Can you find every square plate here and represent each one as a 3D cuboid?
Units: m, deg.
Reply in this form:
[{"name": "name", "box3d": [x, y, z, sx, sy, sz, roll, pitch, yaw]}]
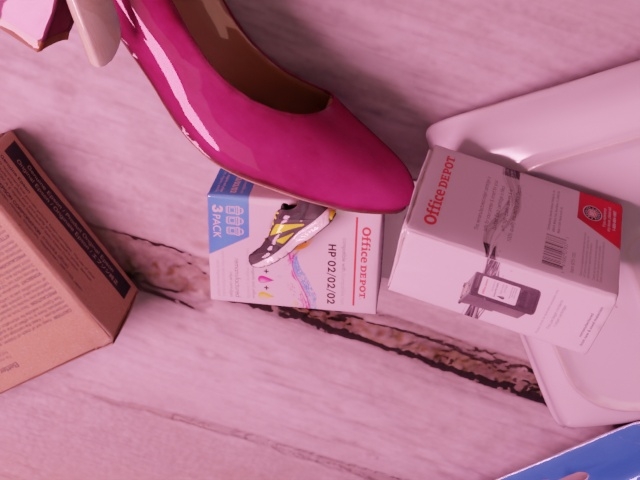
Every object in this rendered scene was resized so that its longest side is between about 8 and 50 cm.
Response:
[{"name": "square plate", "box3d": [0.298, 0.015, 0.747, 0.344, 0.049, 0.347, -15, 119, 26]}]

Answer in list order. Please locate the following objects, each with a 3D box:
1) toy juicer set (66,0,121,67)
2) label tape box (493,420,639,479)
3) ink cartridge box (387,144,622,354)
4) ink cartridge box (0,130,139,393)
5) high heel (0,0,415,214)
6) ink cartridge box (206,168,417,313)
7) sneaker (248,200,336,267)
[{"name": "toy juicer set", "box3d": [-0.067, -0.271, 0.560, 0.329, 0.089, 0.209, -38, 123, 1]}, {"name": "label tape box", "box3d": [0.295, 0.354, 0.922, 0.249, 0.115, 0.347, -31, 118, 24]}, {"name": "ink cartridge box", "box3d": [0.134, 0.004, 0.690, 0.150, 0.109, 0.063, 18, 132, 5]}, {"name": "ink cartridge box", "box3d": [-0.317, 0.041, 0.861, 0.235, 0.088, 0.193, -25, 114, 21]}, {"name": "high heel", "box3d": [-0.063, -0.164, 0.691, 0.377, 0.127, 0.181, 27, 114, -12]}, {"name": "ink cartridge box", "box3d": [0.000, 0.000, 0.806, 0.181, 0.061, 0.104, 4, 120, 6]}, {"name": "sneaker", "box3d": [-0.027, -0.010, 0.755, 0.083, 0.031, 0.035, -35, 93, 18]}]
